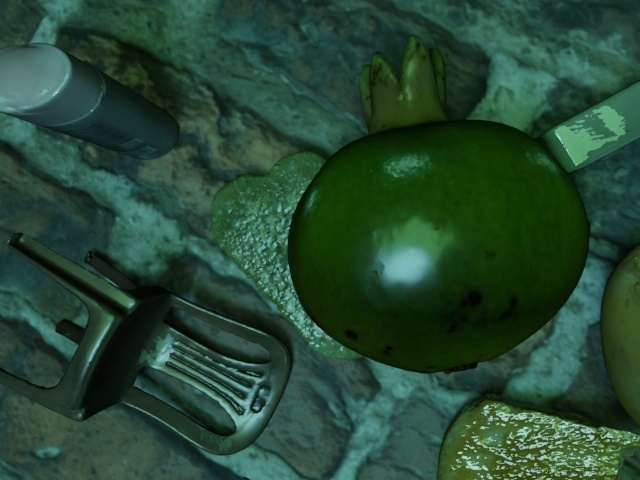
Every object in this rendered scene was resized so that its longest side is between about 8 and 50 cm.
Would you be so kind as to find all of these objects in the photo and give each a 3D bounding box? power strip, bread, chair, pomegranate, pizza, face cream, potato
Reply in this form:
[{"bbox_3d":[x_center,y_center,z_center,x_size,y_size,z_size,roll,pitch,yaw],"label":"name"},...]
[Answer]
[{"bbox_3d":[0.407,-0.175,0.660,0.385,0.091,0.062,-29,87,8],"label":"power strip"},{"bbox_3d":[0.000,0.000,0.744,0.286,0.056,0.207,43,97,6],"label":"bread"},{"bbox_3d":[-0.215,0.140,0.711,0.326,0.183,0.176,26,94,10],"label":"chair"},{"bbox_3d":[0.118,-0.041,0.611,0.309,0.216,0.359,-7,85,-8],"label":"pomegranate"},{"bbox_3d":[0.255,0.258,0.682,0.261,0.034,0.181,-18,85,23],"label":"pizza"},{"bbox_3d":[-0.255,-0.148,0.678,0.107,0.269,0.073,-8,88,10],"label":"face cream"},{"bbox_3d":[0.387,0.112,0.641,0.150,0.146,0.234,-14,87,39],"label":"potato"}]
